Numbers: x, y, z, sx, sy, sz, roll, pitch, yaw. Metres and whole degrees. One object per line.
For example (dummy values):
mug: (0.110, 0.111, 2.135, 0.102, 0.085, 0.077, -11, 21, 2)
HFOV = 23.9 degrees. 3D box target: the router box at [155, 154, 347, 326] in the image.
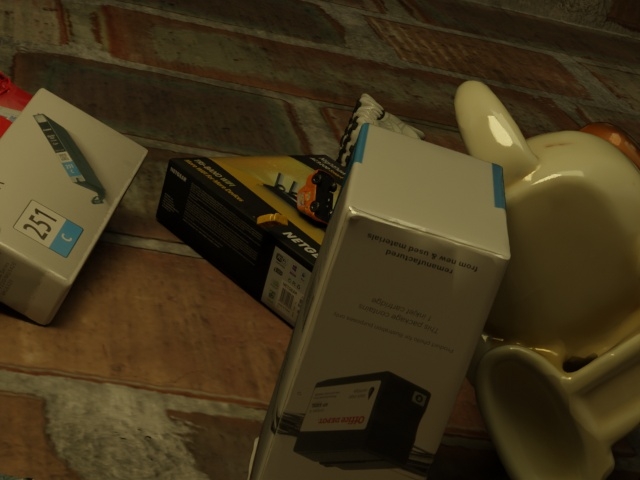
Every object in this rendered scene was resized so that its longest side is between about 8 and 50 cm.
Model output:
router box: (0.000, 0.000, 1.709, 0.243, 0.081, 0.309, -4, 29, -42)

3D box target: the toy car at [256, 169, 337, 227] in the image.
toy car: (-0.030, -0.044, 1.613, 0.040, 0.060, 0.122, -8, -3, 37)

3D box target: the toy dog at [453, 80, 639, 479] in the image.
toy dog: (0.232, 0.021, 1.475, 0.395, 0.284, 0.408, 46, 13, -4)

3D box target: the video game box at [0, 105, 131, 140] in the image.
video game box: (-0.326, -0.090, 1.751, 0.187, 0.048, 0.205, 12, 22, -3)

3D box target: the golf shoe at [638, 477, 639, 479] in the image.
golf shoe: (0.378, 0.223, 1.445, 0.086, 0.068, 0.186, 31, 26, 36)

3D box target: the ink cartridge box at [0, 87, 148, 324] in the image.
ink cartridge box: (-0.335, -0.071, 1.530, 0.261, 0.066, 0.296, 29, 29, -7)

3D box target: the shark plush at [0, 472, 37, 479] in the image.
shark plush: (-0.201, 0.210, 1.133, 0.161, 0.073, 0.067, 5, -7, 31)

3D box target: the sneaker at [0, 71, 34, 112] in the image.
sneaker: (-0.426, -0.210, 1.860, 0.221, 0.128, 0.087, 10, 22, -15)

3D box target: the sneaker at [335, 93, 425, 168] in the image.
sneaker: (0.084, -0.117, 2.041, 0.118, 0.110, 0.292, 25, 22, -2)

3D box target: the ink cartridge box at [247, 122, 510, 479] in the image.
ink cartridge box: (0.040, 0.092, 1.203, 0.129, 0.308, 0.223, 17, 21, -2)
